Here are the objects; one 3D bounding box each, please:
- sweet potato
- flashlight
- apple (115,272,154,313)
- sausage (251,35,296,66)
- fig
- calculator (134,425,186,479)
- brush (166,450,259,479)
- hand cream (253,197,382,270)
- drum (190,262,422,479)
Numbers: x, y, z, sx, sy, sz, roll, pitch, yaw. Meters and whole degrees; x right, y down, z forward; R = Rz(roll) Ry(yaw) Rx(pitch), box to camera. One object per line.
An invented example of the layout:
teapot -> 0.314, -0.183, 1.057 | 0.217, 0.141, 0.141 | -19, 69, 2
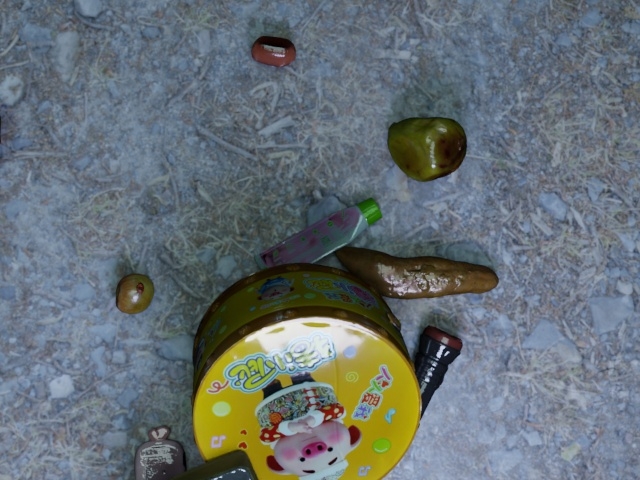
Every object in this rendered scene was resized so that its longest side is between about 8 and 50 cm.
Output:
sweet potato -> 0.193, 0.077, 1.749 | 0.354, 0.095, 0.106 | 10, 49, 0
flashlight -> 0.210, 0.293, 1.741 | 0.093, 0.093, 0.232 | 24, 87, -3
apple -> -0.372, 0.108, 1.704 | 0.071, 0.084, 0.084 | 11, 85, -21
sausage -> -0.097, -0.394, 1.777 | 0.094, 0.054, 0.059 | 8, 49, -4
fig -> 0.216, -0.192, 1.750 | 0.165, 0.144, 0.154 | 12, 50, 16
calculator -> -0.322, 0.457, 1.710 | 0.103, 0.024, 0.166 | -4, 87, -5
brush -> -0.199, 0.458, 1.478 | 0.197, 0.059, 0.123 | -22, 109, -7
hand cream -> 0.000, 0.000, 1.758 | 0.275, 0.079, 0.050 | -30, 123, -5
drum -> -0.030, 0.265, 1.572 | 0.431, 0.214, 0.431 | -2, 115, -5
